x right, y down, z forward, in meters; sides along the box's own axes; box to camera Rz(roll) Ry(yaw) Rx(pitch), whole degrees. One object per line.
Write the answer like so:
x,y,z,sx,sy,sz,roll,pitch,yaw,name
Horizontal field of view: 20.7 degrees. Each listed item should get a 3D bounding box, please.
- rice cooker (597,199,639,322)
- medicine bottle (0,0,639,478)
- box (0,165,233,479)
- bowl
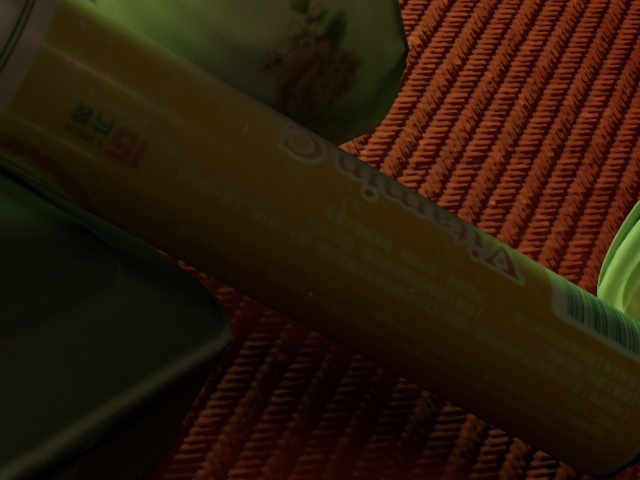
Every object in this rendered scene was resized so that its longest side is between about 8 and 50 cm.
0.263,0.052,1.026,0.127,0.145,0.206,-13,48,-46,rice cooker
0.000,0.000,0.910,0.426,0.108,0.108,29,40,-21,medicine bottle
-0.278,0.011,0.800,0.396,0.111,0.396,32,22,12,box
-0.091,-0.152,1.019,0.145,0.277,0.277,-30,61,-23,bowl
